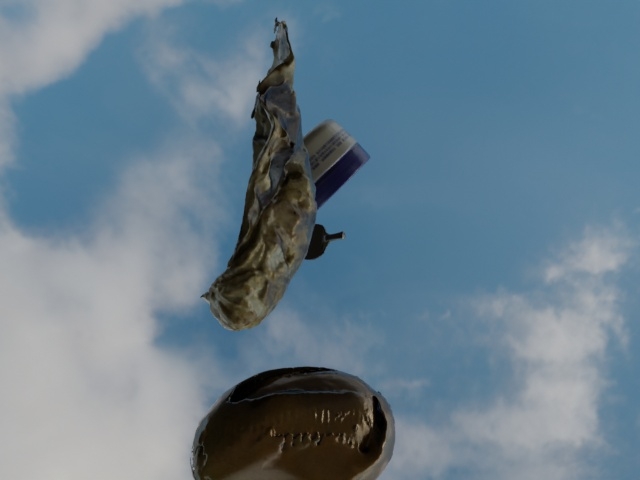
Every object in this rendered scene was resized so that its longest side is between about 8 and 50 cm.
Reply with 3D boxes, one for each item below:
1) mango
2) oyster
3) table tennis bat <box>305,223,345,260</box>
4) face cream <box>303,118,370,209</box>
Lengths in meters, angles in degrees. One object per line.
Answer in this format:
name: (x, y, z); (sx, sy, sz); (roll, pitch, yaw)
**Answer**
mango: (-0.030, 0.232, 0.805); (0.249, 0.151, 0.156); (-3, -128, -31)
oyster: (-0.045, -0.066, 0.689); (0.094, 0.166, 0.294); (12, -74, 3)
table tennis bat: (0.000, 0.000, 0.921); (0.083, 0.007, 0.050); (-13, -115, 41)
face cream: (-0.020, -0.112, 1.208); (0.206, 0.206, 0.111); (-43, -89, -15)
